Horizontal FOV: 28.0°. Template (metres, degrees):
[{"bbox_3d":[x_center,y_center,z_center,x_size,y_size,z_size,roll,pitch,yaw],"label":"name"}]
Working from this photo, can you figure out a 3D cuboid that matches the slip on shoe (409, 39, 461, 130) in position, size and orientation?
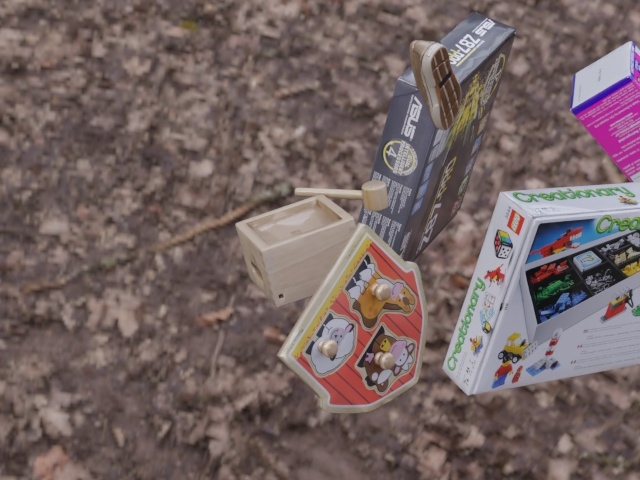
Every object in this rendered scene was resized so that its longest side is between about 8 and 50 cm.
[{"bbox_3d":[0.139,-0.192,1.584,0.041,0.135,0.051,26,66,33],"label":"slip on shoe"}]

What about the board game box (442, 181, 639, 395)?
[{"bbox_3d":[0.272,0.039,1.232,0.305,0.193,0.053,-5,33,-34],"label":"board game box"}]

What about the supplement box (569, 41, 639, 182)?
[{"bbox_3d":[0.493,-0.176,1.971,0.220,0.114,0.111,46,34,-20],"label":"supplement box"}]

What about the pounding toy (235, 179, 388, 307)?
[{"bbox_3d":[0.002,-0.004,1.698,0.206,0.094,0.181,-19,22,-14],"label":"pounding toy"}]

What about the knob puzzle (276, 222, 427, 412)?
[{"bbox_3d":[0.059,0.105,1.390,0.213,0.213,0.030,-28,27,-34],"label":"knob puzzle"}]

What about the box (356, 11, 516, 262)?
[{"bbox_3d":[0.183,-0.149,2.153,0.097,0.395,0.318,28,38,17],"label":"box"}]
